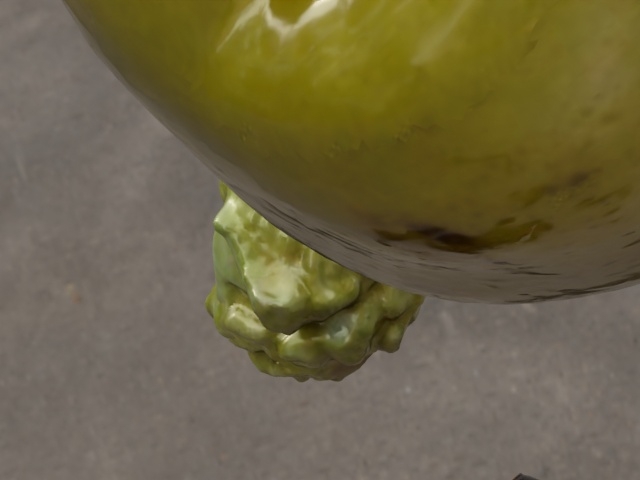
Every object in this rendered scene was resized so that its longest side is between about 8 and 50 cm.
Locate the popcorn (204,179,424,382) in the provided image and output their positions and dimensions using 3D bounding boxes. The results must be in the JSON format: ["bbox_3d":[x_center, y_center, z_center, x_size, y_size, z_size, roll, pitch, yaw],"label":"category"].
[{"bbox_3d":[0.000,0.000,1.269,0.195,0.256,0.255,12,40,4],"label":"popcorn"}]

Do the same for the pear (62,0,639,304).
[{"bbox_3d":[0.067,-0.159,0.565,0.362,0.362,0.418,-1,24,26],"label":"pear"}]

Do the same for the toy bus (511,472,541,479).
[{"bbox_3d":[0.397,0.372,1.788,0.408,0.092,0.093,20,11,18],"label":"toy bus"}]
